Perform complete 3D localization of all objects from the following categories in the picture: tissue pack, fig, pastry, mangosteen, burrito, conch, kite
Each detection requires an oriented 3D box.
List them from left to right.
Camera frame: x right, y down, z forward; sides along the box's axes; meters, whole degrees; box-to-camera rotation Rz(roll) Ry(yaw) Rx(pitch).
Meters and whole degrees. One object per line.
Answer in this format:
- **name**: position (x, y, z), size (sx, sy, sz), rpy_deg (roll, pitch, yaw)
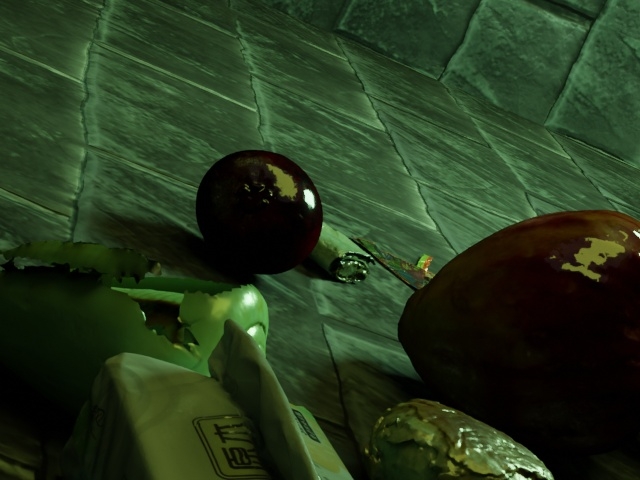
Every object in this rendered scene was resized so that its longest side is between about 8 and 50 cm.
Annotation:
- **conch**: position (-0.152, 0.055, 1.033), size (0.250, 0.137, 0.143), rpy_deg (26, 12, 2)
- **tissue pack**: position (-0.040, 0.152, 0.883), size (0.159, 0.145, 0.229), rpy_deg (19, 17, -26)
- **mangosteen**: position (-0.060, -0.025, 1.503), size (0.140, 0.140, 0.140), rpy_deg (24, 16, -7)
- **burrito**: position (-0.002, 0.000, 1.630), size (0.118, 0.044, 0.074), rpy_deg (37, 16, 28)
- **kite**: position (0.121, 0.038, 1.767), size (0.190, 0.010, 0.159), rpy_deg (25, 15, -7)
- **pastry**: position (0.106, 0.177, 1.155), size (0.153, 0.081, 0.153), rpy_deg (20, 16, -6)
- **fig**: position (0.211, 0.085, 1.385), size (0.263, 0.224, 0.224), rpy_deg (-14, 27, -11)

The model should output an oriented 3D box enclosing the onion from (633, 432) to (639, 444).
- **onion**: position (0.391, 0.119, 1.571), size (0.314, 0.232, 0.314), rpy_deg (38, -7, 5)
